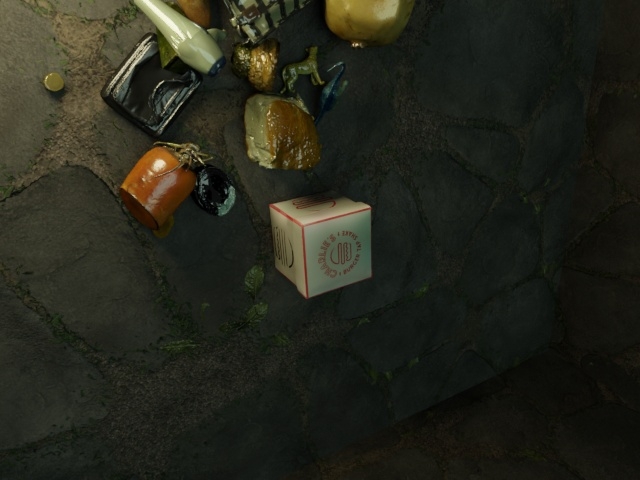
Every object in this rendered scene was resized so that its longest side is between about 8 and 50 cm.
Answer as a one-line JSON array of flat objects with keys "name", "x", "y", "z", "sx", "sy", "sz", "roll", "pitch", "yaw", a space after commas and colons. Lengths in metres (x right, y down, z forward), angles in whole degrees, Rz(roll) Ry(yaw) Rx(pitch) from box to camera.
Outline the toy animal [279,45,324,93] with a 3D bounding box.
[{"name": "toy animal", "x": -0.079, "y": -0.624, "z": 1.977, "sx": 0.181, "sy": 0.073, "sz": 0.136, "roll": -20, "pitch": 112, "yaw": -9}]

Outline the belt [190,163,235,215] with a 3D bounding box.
[{"name": "belt", "x": -0.392, "y": -0.182, "z": 1.962, "sx": 0.151, "sy": 0.078, "sz": 0.199, "roll": -32, "pitch": 121, "yaw": -21}]

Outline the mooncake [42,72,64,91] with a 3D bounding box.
[{"name": "mooncake", "x": -0.926, "y": -0.417, "z": 1.548, "sx": 0.346, "sy": 0.057, "sz": 0.151, "roll": -4, "pitch": 100, "yaw": -27}]

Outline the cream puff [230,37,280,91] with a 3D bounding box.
[{"name": "cream puff", "x": -0.231, "y": -0.614, "z": 1.842, "sx": 0.168, "sy": 0.183, "sz": 0.184, "roll": 9, "pitch": 107, "yaw": -7}]

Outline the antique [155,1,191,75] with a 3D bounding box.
[{"name": "antique", "x": -0.452, "y": -0.632, "z": 1.660, "sx": 0.081, "sy": 0.080, "sz": 0.221, "roll": 5, "pitch": 67, "yaw": -51}]

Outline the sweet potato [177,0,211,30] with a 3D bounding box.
[{"name": "sweet potato", "x": -0.419, "y": -0.837, "z": 1.647, "sx": 0.109, "sy": 0.109, "sz": 0.386, "roll": -27, "pitch": 122, "yaw": -19}]

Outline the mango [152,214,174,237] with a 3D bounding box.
[{"name": "mango", "x": -0.566, "y": -0.060, "z": 1.925, "sx": 0.078, "sy": 0.057, "sz": 0.114, "roll": -3, "pitch": 120, "yaw": -35}]

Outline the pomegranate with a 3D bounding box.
[{"name": "pomegranate", "x": 0.166, "y": -0.830, "z": 1.881, "sx": 0.332, "sy": 0.332, "sz": 0.333, "roll": -13, "pitch": 116, "yaw": -27}]

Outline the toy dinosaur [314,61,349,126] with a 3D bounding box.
[{"name": "toy dinosaur", "x": 0.038, "y": -0.543, "z": 2.018, "sx": 0.076, "sy": 0.363, "sz": 0.147, "roll": 31, "pitch": 51, "yaw": -1}]

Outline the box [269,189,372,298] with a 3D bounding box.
[{"name": "box", "x": 0.000, "y": 0.000, "z": 2.141, "sx": 0.312, "sy": 0.300, "sz": 0.315, "roll": -15, "pitch": 117, "yaw": -25}]

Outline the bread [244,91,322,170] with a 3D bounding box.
[{"name": "bread", "x": -0.138, "y": -0.396, "z": 1.935, "sx": 0.250, "sy": 0.224, "sz": 0.279, "roll": -8, "pitch": 104, "yaw": -35}]

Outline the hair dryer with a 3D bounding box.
[{"name": "hair dryer", "x": -0.407, "y": -0.642, "z": 1.598, "sx": 0.295, "sy": 0.298, "sz": 0.119, "roll": 32, "pitch": 121, "yaw": -29}]

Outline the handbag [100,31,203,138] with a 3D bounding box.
[{"name": "handbag", "x": -0.537, "y": -0.496, "z": 1.738, "sx": 0.275, "sy": 0.088, "sz": 0.244, "roll": -54, "pitch": 131, "yaw": -3}]

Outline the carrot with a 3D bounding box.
[{"name": "carrot", "x": -0.526, "y": -0.206, "z": 1.794, "sx": 0.331, "sy": 0.193, "sz": 0.214, "roll": -49, "pitch": 168, "yaw": -7}]

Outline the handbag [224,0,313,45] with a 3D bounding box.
[{"name": "handbag", "x": -0.204, "y": -0.832, "z": 1.708, "sx": 0.327, "sy": 0.162, "sz": 0.325, "roll": -52, "pitch": 130, "yaw": -25}]
